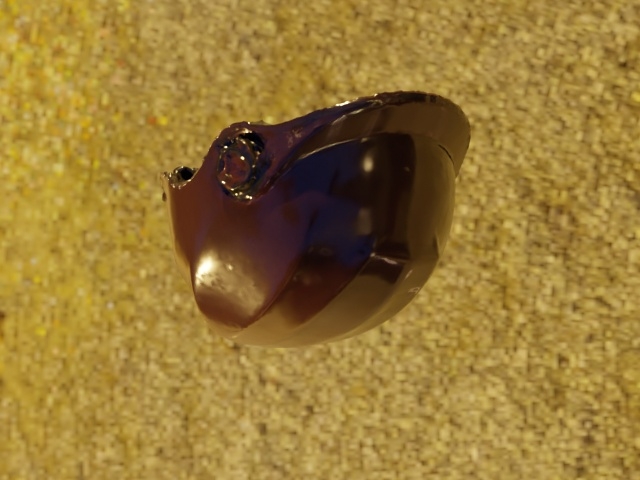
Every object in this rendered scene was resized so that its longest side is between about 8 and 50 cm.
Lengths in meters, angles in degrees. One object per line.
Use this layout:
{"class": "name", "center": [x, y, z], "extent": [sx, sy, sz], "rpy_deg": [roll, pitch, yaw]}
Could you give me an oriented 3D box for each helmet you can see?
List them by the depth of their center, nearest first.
{"class": "helmet", "center": [0.000, 0.000, 0.495], "extent": [0.123, 0.098, 0.070], "rpy_deg": [-20, 71, 46]}
